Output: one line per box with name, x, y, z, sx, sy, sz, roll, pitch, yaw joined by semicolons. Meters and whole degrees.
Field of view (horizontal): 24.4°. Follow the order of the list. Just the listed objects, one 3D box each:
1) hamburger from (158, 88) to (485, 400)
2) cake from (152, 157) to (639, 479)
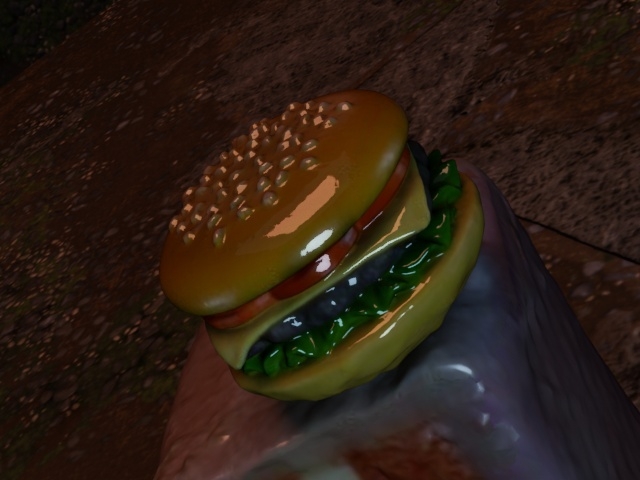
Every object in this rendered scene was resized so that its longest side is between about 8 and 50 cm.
hamburger;0.000;0.000;0.723;0.162;0.115;0.162;-33;23;16
cake;0.070;0.152;0.867;0.237;0.309;0.230;-26;22;22
